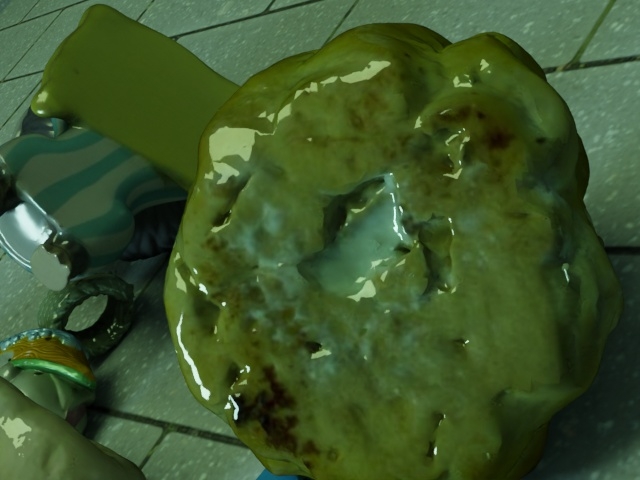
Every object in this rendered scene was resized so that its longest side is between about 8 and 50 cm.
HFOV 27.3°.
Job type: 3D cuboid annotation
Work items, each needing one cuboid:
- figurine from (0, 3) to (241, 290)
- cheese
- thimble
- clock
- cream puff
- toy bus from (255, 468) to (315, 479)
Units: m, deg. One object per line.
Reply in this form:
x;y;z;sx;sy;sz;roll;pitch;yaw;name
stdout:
-0.280;-0.033;1.522;0.361;0.266;0.378;-47;-1;-41;figurine
-0.267;0.199;1.160;0.117;0.218;0.235;-58;23;-18;cheese
-0.258;0.080;1.469;0.110;0.084;0.062;-41;27;-15;thimble
-0.315;0.176;1.390;0.231;0.103;0.144;-26;44;38;clock
0.063;0.018;0.930;0.291;0.325;0.257;-16;-2;18;cream puff
-0.046;0.250;0.918;0.185;0.090;0.106;-48;27;-4;toy bus
